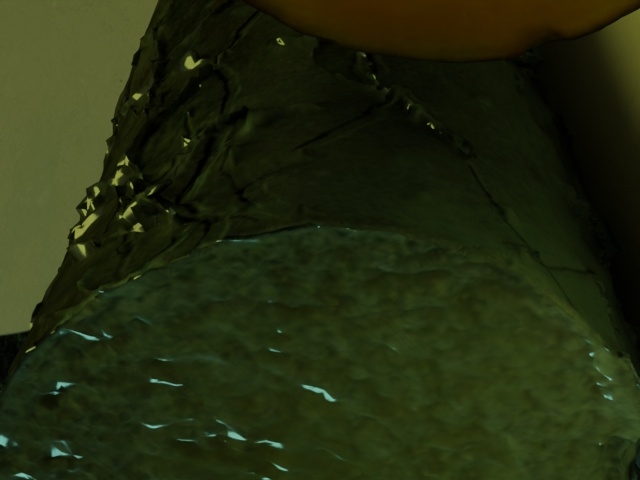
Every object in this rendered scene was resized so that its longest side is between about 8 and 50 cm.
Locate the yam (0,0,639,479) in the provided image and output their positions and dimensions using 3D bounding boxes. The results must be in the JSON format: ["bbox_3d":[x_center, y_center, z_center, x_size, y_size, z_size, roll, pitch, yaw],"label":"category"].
[{"bbox_3d":[0.000,0.000,0.611,0.348,0.241,0.241,-88,0,-58],"label":"yam"}]

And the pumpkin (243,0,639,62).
[{"bbox_3d":[0.070,-0.164,0.384,0.248,0.126,0.131,122,162,-47],"label":"pumpkin"}]
